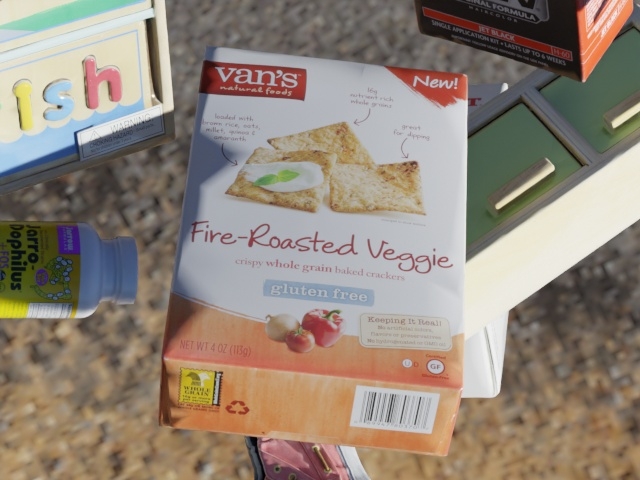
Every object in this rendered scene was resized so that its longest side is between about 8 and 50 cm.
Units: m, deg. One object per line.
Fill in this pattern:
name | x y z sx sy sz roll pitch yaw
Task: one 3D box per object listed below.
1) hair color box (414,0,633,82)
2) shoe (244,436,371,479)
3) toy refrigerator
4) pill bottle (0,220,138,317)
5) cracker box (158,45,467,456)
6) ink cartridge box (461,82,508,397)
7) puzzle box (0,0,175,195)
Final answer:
hair color box | 0.063 -0.124 0.673 0.043 0.072 0.141 -53 148 -30
shoe | -0.004 0.203 1.574 0.081 0.063 0.178 -8 42 -15
toy refrigerator | 0.145 -0.042 1.376 0.102 0.269 0.094 51 -9 34
pill bottle | -0.124 0.013 0.880 0.083 0.043 0.043 0 66 -15
cracker box | 0.000 0.000 1.092 0.155 0.067 0.232 6 48 -2
ink cartridge box | 0.056 -0.004 1.699 0.283 0.207 0.117 -79 162 -46
puzzle box | -0.315 -0.146 1.605 0.409 0.272 0.052 -20 39 -22
